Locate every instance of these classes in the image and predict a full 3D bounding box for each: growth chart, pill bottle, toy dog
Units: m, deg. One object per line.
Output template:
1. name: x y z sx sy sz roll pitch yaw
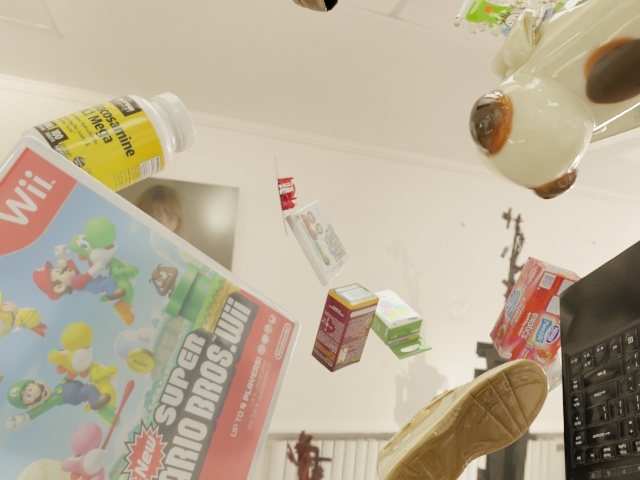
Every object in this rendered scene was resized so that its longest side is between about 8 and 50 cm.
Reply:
1. growth chart: 0.423 -0.500 0.995 0.237 0.172 0.021 13 -30 13
2. pill bottle: -0.466 -0.218 1.035 0.334 0.188 0.188 -35 16 -31
3. toy dog: 0.447 -0.265 0.768 0.285 0.408 0.395 30 23 -26

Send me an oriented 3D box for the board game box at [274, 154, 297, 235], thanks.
1. board game box: -0.064 -0.092 0.906 0.033 0.168 0.133 -9 -49 -2

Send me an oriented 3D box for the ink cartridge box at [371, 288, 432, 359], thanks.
1. ink cartridge box: 0.199 0.219 1.222 0.109 0.062 0.209 -10 32 -26

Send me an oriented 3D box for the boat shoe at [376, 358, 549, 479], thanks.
1. boat shoe: 0.117 0.155 0.391 0.170 0.063 0.059 -31 6 -11

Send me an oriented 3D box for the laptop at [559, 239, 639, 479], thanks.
1. laptop: 0.144 0.064 0.223 0.137 0.264 0.234 21 -35 -2

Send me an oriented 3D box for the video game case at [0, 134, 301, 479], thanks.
1. video game case: -0.135 0.092 0.330 0.025 0.204 0.285 -9 -38 40

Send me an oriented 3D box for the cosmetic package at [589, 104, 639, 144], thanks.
1. cosmetic package: 0.746 -0.310 1.126 0.160 0.113 0.309 -10 -1 -15

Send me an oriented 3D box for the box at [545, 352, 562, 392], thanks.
1. box: 0.629 0.398 1.311 0.186 0.145 0.038 54 0 -42

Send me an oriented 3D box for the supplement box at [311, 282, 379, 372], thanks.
1. supplement box: 0.058 0.207 1.085 0.104 0.188 0.081 -7 29 -44

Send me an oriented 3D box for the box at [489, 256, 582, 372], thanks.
1. box: 0.559 0.189 1.169 0.128 0.256 0.122 19 17 2

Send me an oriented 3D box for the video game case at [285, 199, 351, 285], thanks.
1. video game case: 0.000 0.000 0.948 0.019 0.157 0.143 -26 6 28

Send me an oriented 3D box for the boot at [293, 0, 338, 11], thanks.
1. boot: -0.020 -0.615 0.909 0.115 0.112 0.305 45 -17 35
